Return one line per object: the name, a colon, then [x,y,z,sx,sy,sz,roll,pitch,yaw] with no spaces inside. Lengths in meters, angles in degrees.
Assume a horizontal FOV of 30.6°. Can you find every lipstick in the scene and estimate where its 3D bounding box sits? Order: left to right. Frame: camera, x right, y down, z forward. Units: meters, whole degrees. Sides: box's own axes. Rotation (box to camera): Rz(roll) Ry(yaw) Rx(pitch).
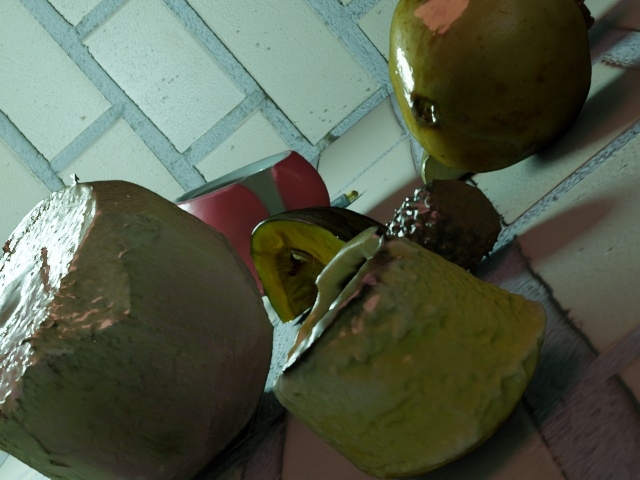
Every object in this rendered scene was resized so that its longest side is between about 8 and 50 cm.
lipstick: [0.026,-0.067,2.355,0.116,0.037,0.037,-34,10,14]

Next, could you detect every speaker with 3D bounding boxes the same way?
speaker: [-0.117,-0.036,2.053,0.294,0.294,0.294,-40,9,7]

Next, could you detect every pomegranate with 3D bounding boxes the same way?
pomegranate: [0.220,-0.233,1.548,0.307,0.307,0.307,-40,9,7]

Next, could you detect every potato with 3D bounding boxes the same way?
potato: [0.216,-0.153,1.772,0.172,0.089,0.100,-39,6,24]

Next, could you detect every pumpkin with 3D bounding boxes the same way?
pumpkin: [0.000,0.000,1.669,0.148,0.169,0.312,-49,12,-33]

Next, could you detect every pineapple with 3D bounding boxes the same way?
pineapple: [0.097,0.034,1.362,0.251,0.125,0.125,-47,4,33]

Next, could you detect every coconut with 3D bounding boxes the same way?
coconut: [-0.239,0.142,1.479,0.404,0.404,0.404,-40,9,7]

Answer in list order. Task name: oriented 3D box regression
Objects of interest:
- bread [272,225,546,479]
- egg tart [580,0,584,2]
bread: [0.070,0.092,0.931,0.197,0.170,0.197,-52,9,12]
egg tart: [0.311,-0.320,1.991,0.351,0.153,0.339,-47,10,-32]
